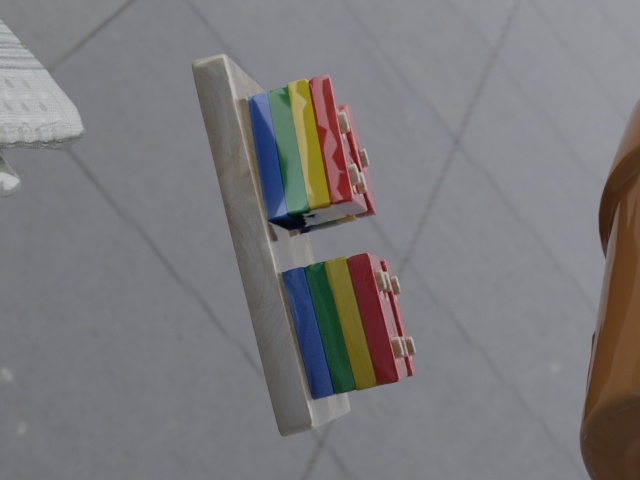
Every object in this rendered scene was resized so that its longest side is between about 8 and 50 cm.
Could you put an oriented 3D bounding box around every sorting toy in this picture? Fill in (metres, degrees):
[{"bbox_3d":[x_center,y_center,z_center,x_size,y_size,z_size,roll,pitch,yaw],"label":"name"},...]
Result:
[{"bbox_3d":[0.000,0.000,1.279,0.257,0.089,0.255,22,54,-83],"label":"sorting toy"}]

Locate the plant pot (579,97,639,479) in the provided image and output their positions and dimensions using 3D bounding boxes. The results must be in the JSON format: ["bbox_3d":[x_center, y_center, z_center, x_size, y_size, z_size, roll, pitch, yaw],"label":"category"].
[{"bbox_3d":[0.267,0.061,0.941,0.291,0.291,0.203,43,57,-23],"label":"plant pot"}]

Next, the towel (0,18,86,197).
[{"bbox_3d":[-0.303,-0.146,0.948,0.312,0.056,0.324,51,24,13],"label":"towel"}]
